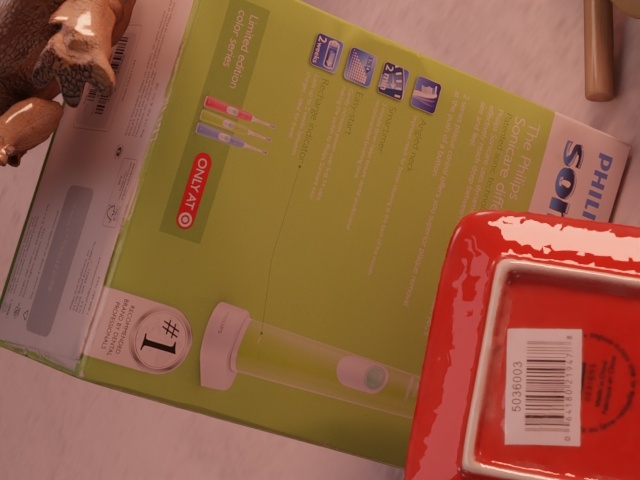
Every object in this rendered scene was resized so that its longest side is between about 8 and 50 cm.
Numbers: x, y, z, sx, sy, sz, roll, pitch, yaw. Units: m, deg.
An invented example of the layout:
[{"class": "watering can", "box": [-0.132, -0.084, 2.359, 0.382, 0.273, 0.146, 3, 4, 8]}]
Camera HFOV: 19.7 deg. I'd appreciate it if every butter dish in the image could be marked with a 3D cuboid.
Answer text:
[{"class": "butter dish", "box": [0.133, 0.078, 0.895, 0.159, 0.118, 0.160, 8, 79, 13]}]

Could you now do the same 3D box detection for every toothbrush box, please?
[{"class": "toothbrush box", "box": [0.000, 0.000, 0.966, 0.122, 0.283, 0.206, 11, 84, 59]}]

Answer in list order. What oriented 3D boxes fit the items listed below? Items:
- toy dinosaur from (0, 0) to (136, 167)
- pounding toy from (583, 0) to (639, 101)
[{"class": "toy dinosaur", "box": [-0.142, -0.109, 0.876, 0.295, 0.127, 0.200, -39, 5, 18]}, {"class": "pounding toy", "box": [0.205, -0.196, 0.957, 0.237, 0.110, 0.183, 111, 153, -69]}]
